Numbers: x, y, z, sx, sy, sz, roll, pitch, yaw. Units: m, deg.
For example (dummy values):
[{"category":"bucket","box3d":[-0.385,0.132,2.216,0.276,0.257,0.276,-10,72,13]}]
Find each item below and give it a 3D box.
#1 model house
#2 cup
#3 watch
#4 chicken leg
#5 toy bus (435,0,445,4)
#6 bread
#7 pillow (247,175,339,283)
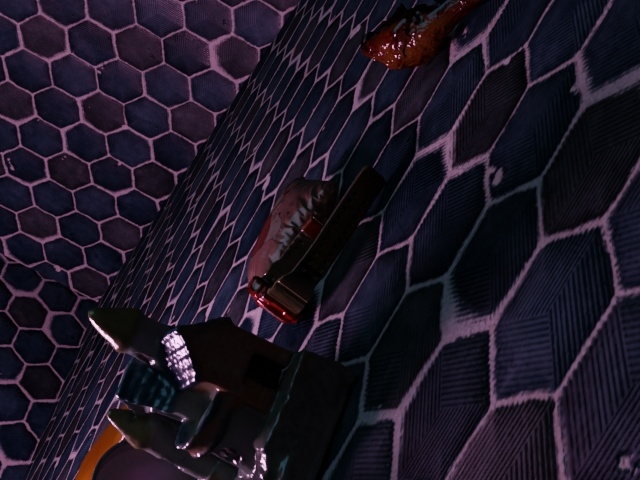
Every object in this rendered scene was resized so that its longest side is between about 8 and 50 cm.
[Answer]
[{"category":"model house","box3d":[-0.171,0.201,1.325,0.267,0.325,0.194,-33,29,61]},{"category":"cup","box3d":[-0.291,0.419,1.656,0.173,0.168,0.299,119,146,-52]},{"category":"watch","box3d":[-0.005,0.006,1.623,0.268,0.102,0.165,-55,12,-9]},{"category":"chicken leg","box3d":[0.170,-0.344,1.675,0.158,0.096,0.407,-45,12,-17]},{"category":"toy bus","box3d":[0.172,-0.467,1.742,0.091,0.160,0.079,-63,15,-2]},{"category":"bread","box3d":[-0.435,0.448,2.234,0.361,0.077,0.138,-50,19,35]},{"category":"pillow","box3d":[-0.057,-0.011,1.809,0.236,0.084,0.223,-60,13,-6]}]
